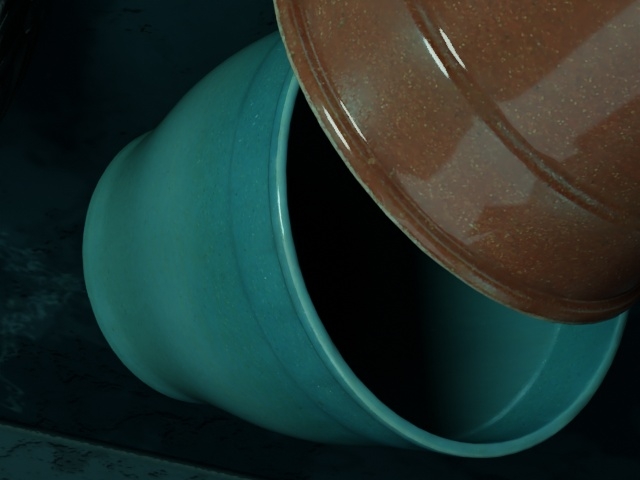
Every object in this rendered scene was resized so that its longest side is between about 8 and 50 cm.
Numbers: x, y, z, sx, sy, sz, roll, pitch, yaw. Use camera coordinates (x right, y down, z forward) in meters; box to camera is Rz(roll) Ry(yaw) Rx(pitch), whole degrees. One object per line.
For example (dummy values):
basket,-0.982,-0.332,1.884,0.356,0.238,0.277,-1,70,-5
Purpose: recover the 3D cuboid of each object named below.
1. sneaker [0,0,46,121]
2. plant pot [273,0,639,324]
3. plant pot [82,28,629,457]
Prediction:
sneaker,-0.245,-0.183,1.110,0.162,0.106,0.281,17,135,6
plant pot,0.163,-0.142,0.930,0.272,0.272,0.265,32,130,-25
plant pot,0.000,0.000,1.148,0.271,0.272,0.255,38,149,-30
